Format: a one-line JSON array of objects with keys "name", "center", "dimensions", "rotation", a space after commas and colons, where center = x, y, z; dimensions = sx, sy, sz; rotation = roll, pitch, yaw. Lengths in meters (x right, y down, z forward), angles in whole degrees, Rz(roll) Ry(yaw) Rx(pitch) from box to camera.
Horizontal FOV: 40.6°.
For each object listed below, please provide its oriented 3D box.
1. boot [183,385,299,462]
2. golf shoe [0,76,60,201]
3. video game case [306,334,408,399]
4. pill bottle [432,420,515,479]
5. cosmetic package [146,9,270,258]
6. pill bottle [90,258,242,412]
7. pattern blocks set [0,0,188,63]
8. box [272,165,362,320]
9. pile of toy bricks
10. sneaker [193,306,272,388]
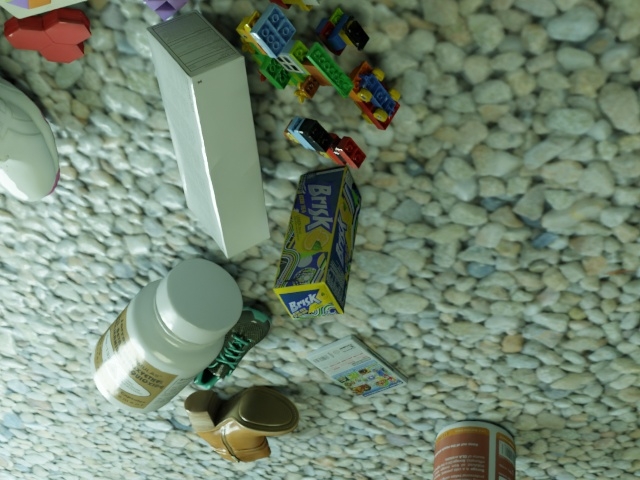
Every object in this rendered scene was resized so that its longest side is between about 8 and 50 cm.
[{"name": "boot", "center": [-0.102, 0.294, 1.333], "dimensions": [0.197, 0.073, 0.152], "rotation": [4, 138, 27]}, {"name": "golf shoe", "center": [-0.380, -0.132, 0.879], "dimensions": [0.115, 0.140, 0.306], "rotation": [-9, 136, 20]}, {"name": "video game case", "center": [0.052, 0.180, 1.213], "dimensions": [0.087, 0.011, 0.122], "rotation": [-27, 125, 35]}, {"name": "pill bottle", "center": [0.218, 0.379, 1.238], "dimensions": [0.121, 0.216, 0.121], "rotation": [7, 138, 6]}, {"name": "cosmetic package", "center": [-0.107, -0.100, 0.872], "dimensions": [0.060, 0.099, 0.239], "rotation": [-25, 141, -18]}, {"name": "pill bottle", "center": [-0.198, 0.123, 1.119], "dimensions": [0.131, 0.131, 0.229], "rotation": [29, 135, -18]}, {"name": "pattern blocks set", "center": [-0.239, -0.237, 0.689], "dimensions": [0.285, 0.026, 0.324], "rotation": [-16, 163, 28]}, {"name": "box", "center": [0.000, 0.000, 0.908], "dimensions": [0.059, 0.169, 0.054], "rotation": [-9, 133, 21]}, {"name": "pile of toy bricks", "center": [-0.024, -0.161, 0.802], "dimensions": [0.105, 0.118, 0.212], "rotation": [19, 161, 45]}, {"name": "sneaker", "center": [-0.122, 0.151, 1.173], "dimensions": [0.065, 0.076, 0.166], "rotation": [28, 136, -18]}]
